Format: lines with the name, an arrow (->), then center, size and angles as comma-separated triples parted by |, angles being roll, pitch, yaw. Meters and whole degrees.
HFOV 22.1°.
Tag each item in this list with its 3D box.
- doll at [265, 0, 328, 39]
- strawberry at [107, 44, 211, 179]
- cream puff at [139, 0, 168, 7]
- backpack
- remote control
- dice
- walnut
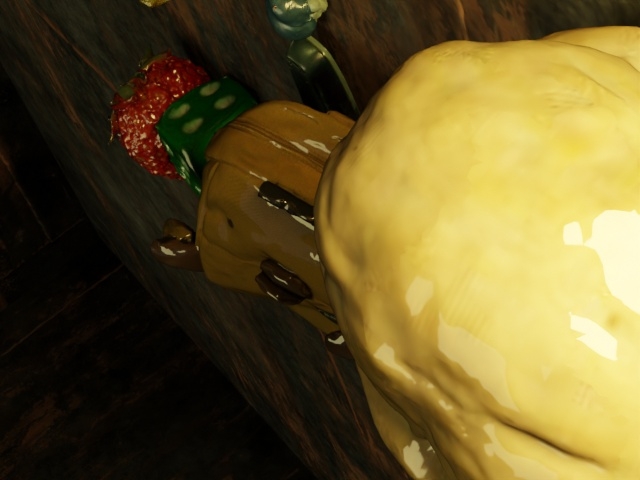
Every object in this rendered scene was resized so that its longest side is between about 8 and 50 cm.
doll -> -0.032, -0.244, 1.686 | 0.076, 0.050, 0.083 | 54, 170, 13
strawberry -> -0.187, -0.149, 2.272 | 0.098, 0.174, 0.228 | -4, 130, 52
cream puff -> -0.214, -0.337, 2.081 | 0.058, 0.083, 0.083 | 1, 134, 13
backpack -> 0.002, -0.006, 1.775 | 0.353, 0.201, 0.378 | 28, 161, 17
remote control -> 0.012, -0.147, 1.800 | 0.072, 0.042, 0.222 | 44, 167, 34
dice -> -0.135, -0.132, 2.182 | 0.120, 0.128, 0.131 | 38, 162, 51
walnut -> 0.177, 0.033, 1.075 | 0.381, 0.381, 0.381 | 49, 167, 15
